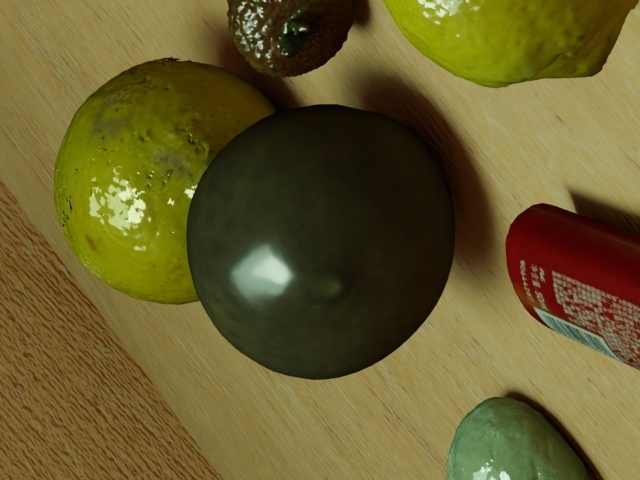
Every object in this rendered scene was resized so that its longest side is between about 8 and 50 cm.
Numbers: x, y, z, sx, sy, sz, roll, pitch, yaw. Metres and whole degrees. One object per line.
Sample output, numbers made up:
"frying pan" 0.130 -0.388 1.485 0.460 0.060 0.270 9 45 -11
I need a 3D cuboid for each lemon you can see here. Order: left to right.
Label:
"lemon" -0.147 -0.062 1.999 0.258 0.258 0.310 59 166 -7
"lemon" 0.114 -0.192 1.199 0.180 0.180 0.193 40 148 43

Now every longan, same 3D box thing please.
"longan" 0.000 0.000 1.726 0.258 0.258 0.258 49 161 23

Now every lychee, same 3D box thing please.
"lychee" -0.028 -0.198 1.675 0.146 0.114 0.114 -110 -4 -64

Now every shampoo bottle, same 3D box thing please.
"shampoo bottle" 0.254 0.055 1.417 0.314 0.076 0.118 25 144 59

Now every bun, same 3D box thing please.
"bun" 0.189 0.262 1.886 0.212 0.126 0.204 59 161 -4
